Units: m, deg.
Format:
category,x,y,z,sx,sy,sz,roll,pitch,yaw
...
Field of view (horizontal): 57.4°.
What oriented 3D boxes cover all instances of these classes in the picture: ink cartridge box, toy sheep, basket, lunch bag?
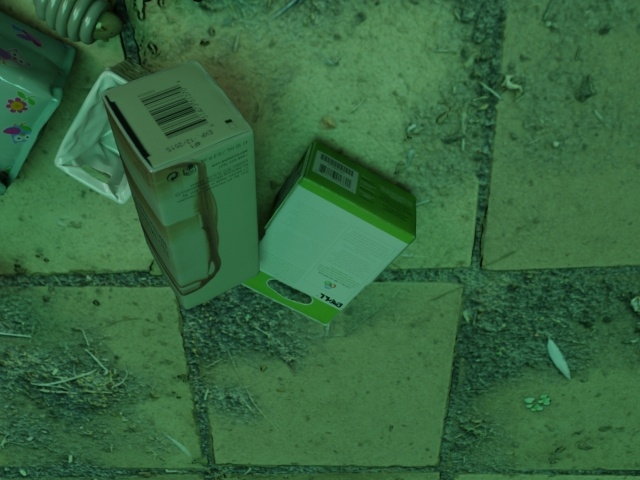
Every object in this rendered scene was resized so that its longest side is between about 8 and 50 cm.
category,x,y,z,sx,sy,sz,roll,pitch,yaw
ink cartridge box,0.000,0.000,0.914,0.189,0.097,0.255,28,132,-14
toy sheep,-0.318,-0.303,0.751,0.132,0.091,0.091,27,117,-9
basket,-0.274,-0.156,0.822,0.113,0.103,0.167,33,116,-17
lunch bag,-0.487,-0.182,0.771,0.223,0.160,0.262,27,127,-33

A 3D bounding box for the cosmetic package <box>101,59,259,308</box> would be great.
category,x,y,z,sx,sy,sz,roll,pitch,yaw
cosmetic package,-0.170,-0.059,0.768,0.129,0.153,0.296,-27,150,-21
